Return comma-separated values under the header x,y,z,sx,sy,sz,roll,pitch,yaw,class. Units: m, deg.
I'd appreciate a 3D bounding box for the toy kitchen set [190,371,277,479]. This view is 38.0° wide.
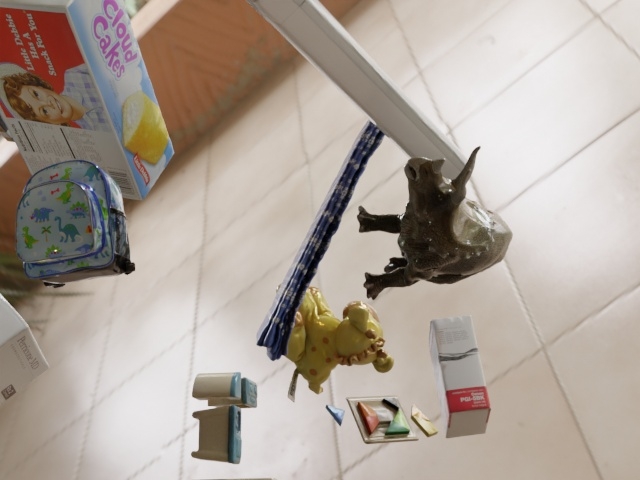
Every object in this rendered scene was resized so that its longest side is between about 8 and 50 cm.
x,y,z,sx,sy,sz,roll,pitch,yaw,class
-0.115,0.306,1.395,0.122,0.166,0.207,-2,74,7,toy kitchen set

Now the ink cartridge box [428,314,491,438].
x,y,z,sx,sy,sz,roll,pitch,yaw,class
0.183,0.180,1.234,0.056,0.099,0.135,-7,60,0,ink cartridge box

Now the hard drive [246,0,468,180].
x,y,z,sx,sy,sz,roll,pitch,yaw,class
0.008,-0.204,0.955,0.047,0.353,0.233,-43,48,10,hard drive

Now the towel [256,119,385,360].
x,y,z,sx,sy,sz,roll,pitch,yaw,class
0.000,0.000,1.250,0.336,0.040,0.243,-63,3,-5,towel

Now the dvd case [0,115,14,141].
x,y,z,sx,sy,sz,roll,pitch,yaw,class
-0.413,-0.254,1.165,0.018,0.221,0.164,6,62,22,dvd case

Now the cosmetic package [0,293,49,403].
x,y,z,sx,sy,sz,roll,pitch,yaw,class
-0.545,0.170,1.419,0.184,0.151,0.151,-38,-24,-22,cosmetic package

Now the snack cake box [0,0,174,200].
x,y,z,sx,sy,sz,roll,pitch,yaw,class
-0.275,-0.173,1.014,0.152,0.264,0.089,11,51,19,snack cake box

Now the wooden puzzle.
x,y,z,sx,sy,sz,roll,pitch,yaw,class
0.071,0.199,1.048,0.078,0.116,0.014,54,137,43,wooden puzzle

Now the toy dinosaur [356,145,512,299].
x,y,z,sx,sy,sz,roll,pitch,yaw,class
0.140,0.004,1.002,0.160,0.313,0.121,-7,76,27,toy dinosaur

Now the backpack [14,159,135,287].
x,y,z,sx,sy,sz,roll,pitch,yaw,class
-0.246,-0.021,0.921,0.105,0.084,0.114,-10,74,9,backpack

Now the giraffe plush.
x,y,z,sx,sy,sz,roll,pitch,yaw,class
0.028,0.158,1.562,0.171,0.181,0.210,-17,58,26,giraffe plush
